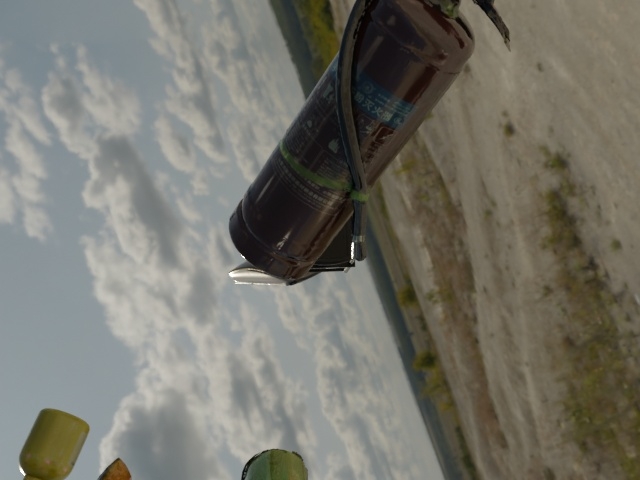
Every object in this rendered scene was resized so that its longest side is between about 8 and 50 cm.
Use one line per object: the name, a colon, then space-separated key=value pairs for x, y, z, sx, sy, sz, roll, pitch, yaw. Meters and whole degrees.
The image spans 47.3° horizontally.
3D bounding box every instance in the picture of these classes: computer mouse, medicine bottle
computer mouse: x=-0.117 y=0.065 z=1.871 sx=0.310 sy=0.158 sz=0.072 roll=-2 pitch=108 yaw=54
medicine bottle: x=-0.609 y=0.492 z=1.621 sx=0.122 sy=0.122 sz=0.212 roll=66 pitch=-144 yaw=-53

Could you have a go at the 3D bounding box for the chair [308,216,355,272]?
chair: x=0.000 y=0.000 z=1.587 sx=0.260 sy=0.154 sz=0.141 roll=113 pitch=154 yaw=-80

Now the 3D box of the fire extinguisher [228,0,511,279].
fire extinguisher: x=0.046 y=-0.102 z=0.636 sx=0.141 sy=0.341 sz=0.105 roll=37 pitch=-148 yaw=-1

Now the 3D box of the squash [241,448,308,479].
squash: x=-0.053 y=0.347 z=0.925 sx=0.188 sy=0.095 sz=0.095 roll=-116 pitch=6 yaw=-77

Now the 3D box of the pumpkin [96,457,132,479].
pumpkin: x=-0.350 y=0.532 z=1.313 sx=0.169 sy=0.148 sz=0.312 roll=-7 pitch=116 yaw=52
